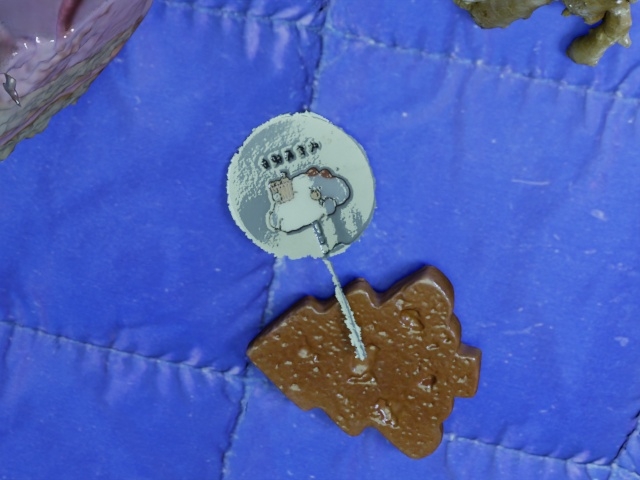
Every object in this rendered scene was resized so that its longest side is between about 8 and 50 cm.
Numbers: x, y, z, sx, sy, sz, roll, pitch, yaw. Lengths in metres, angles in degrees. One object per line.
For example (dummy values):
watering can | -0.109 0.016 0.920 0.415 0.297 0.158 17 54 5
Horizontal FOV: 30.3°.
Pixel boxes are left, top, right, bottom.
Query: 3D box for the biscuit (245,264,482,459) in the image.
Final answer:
biscuit | 0.056 0.152 1.544 0.306 0.043 0.284 7 116 5

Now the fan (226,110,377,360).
fan | 0.000 0.000 1.470 0.191 0.009 0.329 -19 101 16

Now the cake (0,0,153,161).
cake | -0.359 -0.271 1.227 0.314 0.293 0.307 43 144 -4

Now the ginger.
ginger | 0.253 -0.265 1.304 0.176 0.052 0.193 -28 129 36
